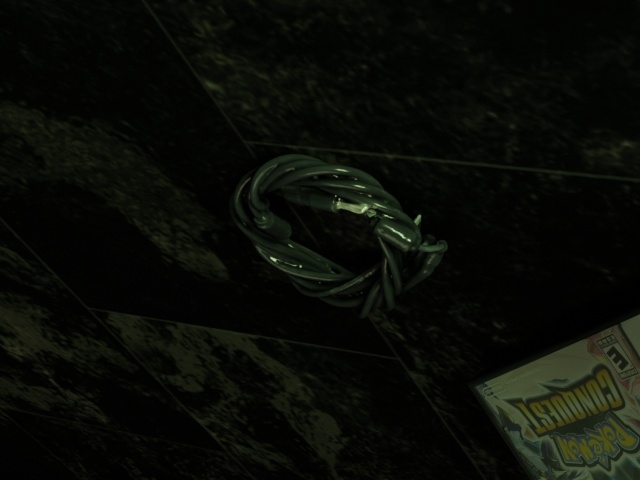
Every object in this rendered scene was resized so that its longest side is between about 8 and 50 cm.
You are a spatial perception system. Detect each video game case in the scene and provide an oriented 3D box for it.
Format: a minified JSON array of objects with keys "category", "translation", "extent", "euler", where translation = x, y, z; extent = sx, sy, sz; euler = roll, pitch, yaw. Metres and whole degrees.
[{"category":"video game case","translation":[0.247,0.176,1.254],"extent":[0.248,0.035,0.275],"euler":[57,152,1]}]

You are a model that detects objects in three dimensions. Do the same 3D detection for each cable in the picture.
[{"category":"cable","translation":[0.000,0.000,1.228],"extent":[0.150,0.047,0.184],"euler":[28,156,-13]}]
